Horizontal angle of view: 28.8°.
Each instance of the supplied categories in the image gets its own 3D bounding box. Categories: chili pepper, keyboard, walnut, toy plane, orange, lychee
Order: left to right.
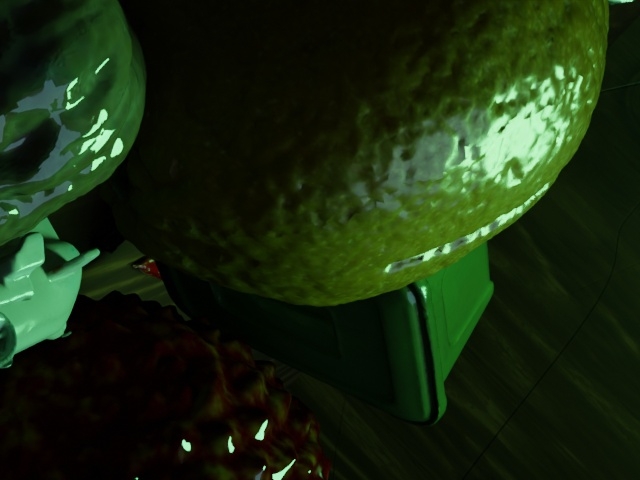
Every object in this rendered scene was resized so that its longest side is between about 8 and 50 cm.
[{"bbox_3d":[-0.201,-0.070,0.640,0.230,0.178,0.178,-37,169,-12],"label":"walnut"},{"bbox_3d":[-0.282,0.056,0.958,0.252,0.118,0.252,-30,-177,1],"label":"toy plane"},{"bbox_3d":[-0.188,0.245,1.151,0.424,0.424,0.500,-51,-171,38],"label":"lychee"},{"bbox_3d":[-0.179,0.029,1.487,0.045,0.027,0.178,-45,168,11],"label":"chili pepper"},{"bbox_3d":[-0.151,-0.055,1.281,0.195,0.018,0.060,-42,172,-3],"label":"keyboard"},{"bbox_3d":[0.011,-0.115,0.844,0.357,0.322,0.322,-34,167,-20],"label":"orange"}]

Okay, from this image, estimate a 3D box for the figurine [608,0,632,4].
[{"bbox_3d":[0.319,-0.402,1.164,0.340,0.231,0.323,97,15,-61],"label":"figurine"}]

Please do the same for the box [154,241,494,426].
[{"bbox_3d":[0.000,0.000,1.175,0.178,0.329,0.252,-53,150,-28],"label":"box"}]
